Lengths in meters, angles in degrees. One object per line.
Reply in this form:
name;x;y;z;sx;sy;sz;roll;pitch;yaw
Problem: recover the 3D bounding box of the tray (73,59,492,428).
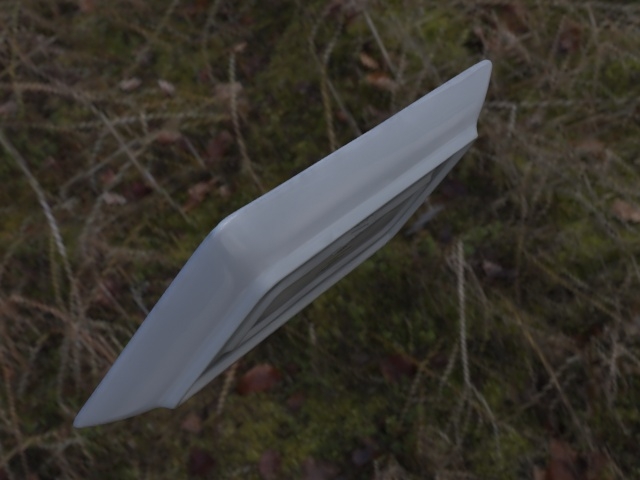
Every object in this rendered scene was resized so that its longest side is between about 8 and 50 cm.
tray;0.000;0.000;0.607;0.270;0.030;0.145;-36;-13;-52
